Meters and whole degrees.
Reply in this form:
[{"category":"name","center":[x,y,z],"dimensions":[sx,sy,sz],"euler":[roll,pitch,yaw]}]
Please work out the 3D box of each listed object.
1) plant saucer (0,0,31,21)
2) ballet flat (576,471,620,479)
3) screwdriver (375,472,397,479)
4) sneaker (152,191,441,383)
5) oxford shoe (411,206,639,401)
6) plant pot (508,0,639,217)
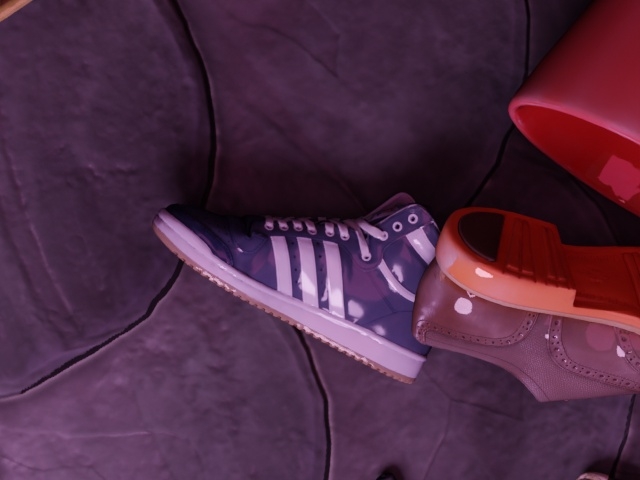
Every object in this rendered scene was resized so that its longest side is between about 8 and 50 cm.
[{"category":"plant saucer","center":[-0.274,-0.391,1.392],"dimensions":[0.332,0.081,0.333],"euler":[-33,96,-2]},{"category":"ballet flat","center":[0.317,0.266,1.515],"dimensions":[0.173,0.049,0.057],"euler":[30,136,-6]},{"category":"screwdriver","center":[0.088,0.297,1.509],"dimensions":[0.025,0.024,0.170],"euler":[-13,104,26]},{"category":"sneaker","center":[0.000,0.000,1.433],"dimensions":[0.282,0.099,0.153],"euler":[29,97,-13]},{"category":"oxford shoe","center":[0.255,0.083,1.416],"dimensions":[0.363,0.130,0.133],"euler":[19,123,-9]},{"category":"plant pot","center":[0.333,-0.148,1.360],"dimensions":[0.275,0.275,0.243],"euler":[32,86,-6]}]
